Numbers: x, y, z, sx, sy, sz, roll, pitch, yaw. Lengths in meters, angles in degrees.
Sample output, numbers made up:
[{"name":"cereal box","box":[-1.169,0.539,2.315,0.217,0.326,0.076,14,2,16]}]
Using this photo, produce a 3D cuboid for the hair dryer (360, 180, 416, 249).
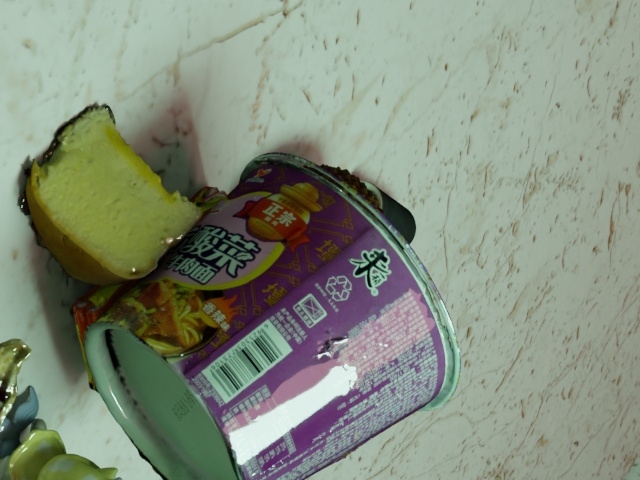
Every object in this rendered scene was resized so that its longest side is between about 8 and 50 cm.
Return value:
[{"name":"hair dryer","box":[0.023,0.048,2.154,0.255,0.070,0.128,-56,151,5]}]

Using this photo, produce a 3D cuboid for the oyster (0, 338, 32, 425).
[{"name":"oyster","box":[-0.420,0.197,1.540,0.341,0.110,0.166,-50,142,-14]}]

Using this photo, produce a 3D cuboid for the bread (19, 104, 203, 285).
[{"name":"bread","box":[-0.231,-0.041,1.691,0.160,0.169,0.140,50,64,-15]}]

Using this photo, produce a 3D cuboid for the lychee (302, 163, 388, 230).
[{"name":"lychee","box":[0.000,0.000,1.958,0.188,0.188,0.188,-37,141,-36]}]

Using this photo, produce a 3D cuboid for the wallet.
[{"name":"wallet","box":[-0.180,0.054,1.842,0.241,0.067,0.141,-45,141,-35]}]

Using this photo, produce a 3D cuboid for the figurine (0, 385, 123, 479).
[{"name":"figurine","box":[-0.289,0.261,1.738,0.128,0.184,0.208,-28,93,-46]}]

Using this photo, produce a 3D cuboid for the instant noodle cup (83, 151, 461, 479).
[{"name":"instant noodle cup","box":[-0.065,0.117,1.715,0.266,0.340,0.340,-38,142,-26]}]
